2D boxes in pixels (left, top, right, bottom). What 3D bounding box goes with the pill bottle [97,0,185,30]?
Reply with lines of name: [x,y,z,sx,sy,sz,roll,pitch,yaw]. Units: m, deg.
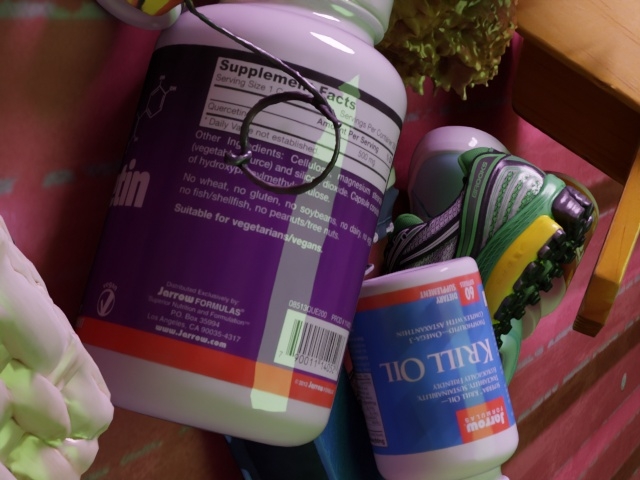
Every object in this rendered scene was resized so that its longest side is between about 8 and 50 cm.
pill bottle: [-0.101,-0.201,0.771,0.116,0.065,0.065,-66,150,-22]

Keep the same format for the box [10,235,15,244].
box: [-0.239,0.023,0.628,0.162,0.029,0.116,-63,148,-31]

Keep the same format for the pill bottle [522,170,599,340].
pill bottle: [0.262,0.021,1.477,0.216,0.121,0.121,-56,145,-38]

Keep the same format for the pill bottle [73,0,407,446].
pill bottle: [-0.048,-0.033,0.806,0.181,0.182,0.322,29,73,-61]

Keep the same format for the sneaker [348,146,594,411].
sneaker: [0.106,0.064,1.134,0.343,0.146,0.134,-53,157,7]

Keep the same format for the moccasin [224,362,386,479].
moccasin: [-0.014,0.205,1.037,0.137,0.117,0.342,-64,146,-51]

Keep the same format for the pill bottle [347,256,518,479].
pill bottle: [0.097,0.133,0.991,0.124,0.124,0.221,-13,88,-61]

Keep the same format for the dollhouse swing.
dollhouse swing: [0.258,-0.109,1.292,0.305,0.315,0.347,-54,167,0]

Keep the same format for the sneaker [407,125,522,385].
sneaker: [0.164,0.053,1.258,0.150,0.135,0.365,-79,160,-47]

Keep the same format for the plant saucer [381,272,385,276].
plant saucer: [0.075,0.062,1.251,0.083,0.015,0.083,-32,128,-55]

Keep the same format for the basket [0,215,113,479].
basket: [-0.281,0.058,0.311,0.328,0.267,0.331,-61,149,-32]

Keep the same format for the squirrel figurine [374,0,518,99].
squirrel figurine: [0.146,-0.313,0.986,0.397,0.281,0.370,-43,-177,24]

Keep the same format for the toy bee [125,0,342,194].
toy bee: [-0.083,-0.191,0.631,0.195,0.298,0.162,-48,154,12]

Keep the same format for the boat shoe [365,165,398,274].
boat shoe: [0.000,0.000,1.011,0.254,0.095,0.079,-42,124,-62]
